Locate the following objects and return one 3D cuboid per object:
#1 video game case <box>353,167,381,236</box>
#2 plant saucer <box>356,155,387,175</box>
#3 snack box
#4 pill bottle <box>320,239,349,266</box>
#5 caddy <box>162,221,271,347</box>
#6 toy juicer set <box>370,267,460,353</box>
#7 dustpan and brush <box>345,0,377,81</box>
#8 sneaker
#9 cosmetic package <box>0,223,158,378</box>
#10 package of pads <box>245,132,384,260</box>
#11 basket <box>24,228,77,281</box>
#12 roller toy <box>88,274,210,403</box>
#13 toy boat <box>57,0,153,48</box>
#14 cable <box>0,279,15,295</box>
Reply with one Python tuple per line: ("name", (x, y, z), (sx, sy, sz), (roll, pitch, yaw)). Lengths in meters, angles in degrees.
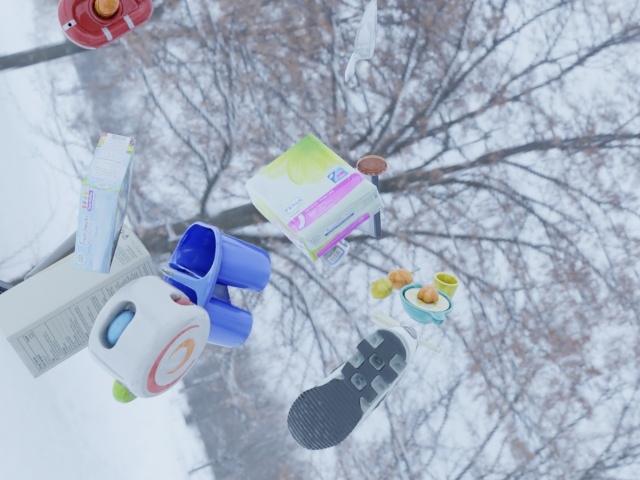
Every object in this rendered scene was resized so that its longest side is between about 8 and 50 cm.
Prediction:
("video game case", (0.139, -0.120, 2.491), (0.274, 0.026, 0.196), (-143, -131, -80))
("plant saucer", (0.139, -0.203, 2.226), (0.083, 0.083, 0.013), (93, -2, -59))
("snack box", (-0.385, -0.070, 1.483), (0.207, 0.070, 0.174), (-98, -160, -58))
("pill bottle", (0.000, 0.000, 2.115), (0.137, 0.078, 0.078), (37, -2, -18))
("caddy", (-0.249, 0.089, 1.762), (0.341, 0.179, 0.241), (14, -95, 66))
("toy juicer set", (0.218, 0.138, 1.997), (0.329, 0.209, 0.089), (-56, 161, -64))
("dustpan and brush", (0.103, -0.491, 2.107), (0.147, 0.060, 0.211), (81, 16, -65))
("sneaker", (0.075, 0.284, 1.592), (0.122, 0.330, 0.146), (52, 25, 14))
("cosmetic package", (-0.479, 0.120, 1.651), (0.113, 0.309, 0.160), (46, -23, 33))
("package of pads", (-0.023, -0.106, 2.012), (0.296, 0.229, 0.101), (44, -12, 43))
("basket", (-0.643, 0.079, 2.165), (0.204, 0.227, 0.154), (16, -49, 28))
("roller toy", (-0.302, 0.164, 1.457), (0.146, 0.209, 0.191), (34, -46, 19))
("toy boat", (-0.513, -0.558, 1.970), (0.151, 0.231, 0.151), (58, -11, -11))
("cable", (-0.689, 0.128, 1.706), (0.184, 0.150, 0.047), (44, 31, -67))
